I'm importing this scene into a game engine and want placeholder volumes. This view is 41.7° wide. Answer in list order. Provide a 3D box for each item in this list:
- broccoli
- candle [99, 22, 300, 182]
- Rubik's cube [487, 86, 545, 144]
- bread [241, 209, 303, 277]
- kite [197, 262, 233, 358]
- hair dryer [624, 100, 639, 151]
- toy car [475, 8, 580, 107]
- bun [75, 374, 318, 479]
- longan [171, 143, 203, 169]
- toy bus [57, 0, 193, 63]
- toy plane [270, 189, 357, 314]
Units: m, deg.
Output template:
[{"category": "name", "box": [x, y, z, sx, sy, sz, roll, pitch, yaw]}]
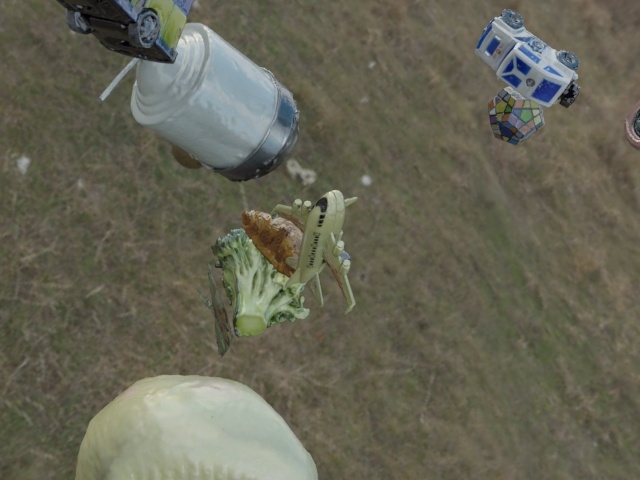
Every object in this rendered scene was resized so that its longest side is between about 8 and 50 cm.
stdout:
[{"category": "broccoli", "box": [-0.149, 0.116, 2.078, 0.288, 0.248, 0.246, 19, 43, -21]}, {"category": "candle", "box": [-0.208, -0.261, 1.533, 0.342, 0.221, 0.221, 33, 36, -47]}, {"category": "Rubik's cube", "box": [0.358, -0.231, 1.537, 0.111, 0.093, 0.111, -11, 90, -68]}, {"category": "bread", "box": [-0.088, 0.003, 1.899, 0.233, 0.105, 0.076, 42, 27, 28]}, {"category": "kite", "box": [-0.222, 0.147, 1.761, 0.012, 0.229, 0.250, -13, 23, -23]}, {"category": "hair dryer", "box": [0.810, -0.225, 1.662, 0.210, 0.352, 0.125, 9, 86, -37]}, {"category": "toy car", "box": [0.309, -0.260, 1.247, 0.170, 0.080, 0.070, 39, 50, 6]}, {"category": "bun", "box": [-0.176, 0.323, 1.186, 0.361, 0.361, 0.213, 35, 29, -30]}, {"category": "longan", "box": [-0.311, -0.229, 2.055, 0.113, 0.113, 0.092, 59, 28, 7]}, {"category": "toy bus", "box": [-0.283, -0.373, 1.127, 0.287, 0.138, 0.175, 43, 65, -67]}, {"category": "toy plane", "box": [0.000, 0.000, 1.363, 0.092, 0.244, 0.229, -20, 60, -35]}]
